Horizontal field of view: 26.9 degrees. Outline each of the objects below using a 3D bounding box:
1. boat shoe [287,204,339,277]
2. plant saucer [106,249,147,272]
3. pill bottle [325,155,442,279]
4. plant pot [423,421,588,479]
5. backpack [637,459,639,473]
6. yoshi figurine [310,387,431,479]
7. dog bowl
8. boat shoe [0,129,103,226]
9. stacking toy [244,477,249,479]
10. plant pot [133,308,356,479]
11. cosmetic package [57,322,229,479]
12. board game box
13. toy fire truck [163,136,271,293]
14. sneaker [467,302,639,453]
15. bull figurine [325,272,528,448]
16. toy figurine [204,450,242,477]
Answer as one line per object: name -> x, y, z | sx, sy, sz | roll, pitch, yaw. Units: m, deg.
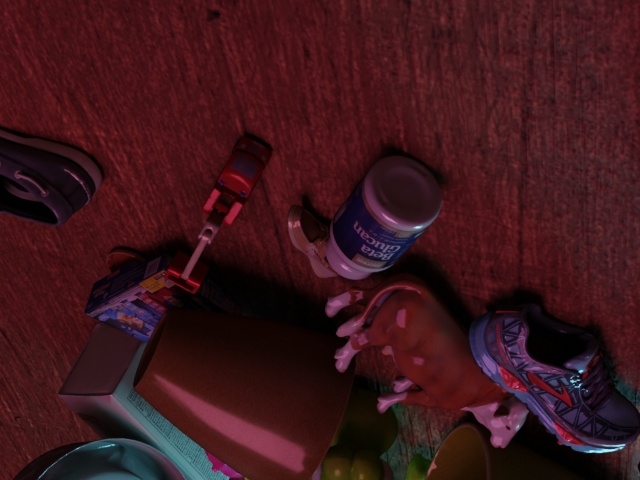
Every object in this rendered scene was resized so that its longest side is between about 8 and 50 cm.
boat shoe -> 0.000, 0.000, 1.689 | 0.045, 0.050, 0.135 | 1, 149, 27
plant saucer -> -0.272, 0.041, 1.949 | 0.083, 0.013, 0.083 | 18, 145, 13
pill bottle -> 0.067, -0.020, 1.573 | 0.094, 0.094, 0.169 | 30, 146, -5
plant pot -> 0.312, 0.424, 1.893 | 0.293, 0.275, 0.275 | 15, 148, -12
backpack -> 0.502, 0.284, 1.675 | 0.152, 0.115, 0.182 | 34, 143, -7
yoshi figurine -> 0.059, 0.333, 2.029 | 0.203, 0.203, 0.362 | 61, 169, 19
dog bowl -> -0.351, 0.465, 2.029 | 0.102, 0.349, 0.349 | 5, 142, 49
boat shoe -> -0.454, -0.088, 1.821 | 0.319, 0.099, 0.116 | 11, 144, 21
stacking toy -> -0.028, 0.486, 2.278 | 0.221, 0.052, 0.167 | 19, 132, 31
plant pot -> -0.115, 0.195, 1.823 | 0.254, 0.237, 0.237 | 25, 147, -12
cosmetic package -> -0.260, 0.276, 2.134 | 0.129, 0.153, 0.296 | -5, 134, 37
board game box -> -0.205, 0.101, 1.932 | 0.194, 0.060, 0.194 | 36, 138, -29
toy fire truck -> -0.128, -0.029, 1.651 | 0.047, 0.135, 0.192 | 29, 146, -4
sneaker -> 0.310, 0.172, 1.661 | 0.262, 0.104, 0.125 | 35, 143, -13
bull figurine -> 0.141, 0.159, 1.746 | 0.188, 0.101, 0.310 | -18, 125, 31
toy figurine -> -0.109, 0.284, 2.035 | 0.130, 0.159, 0.173 | 35, 144, -13
